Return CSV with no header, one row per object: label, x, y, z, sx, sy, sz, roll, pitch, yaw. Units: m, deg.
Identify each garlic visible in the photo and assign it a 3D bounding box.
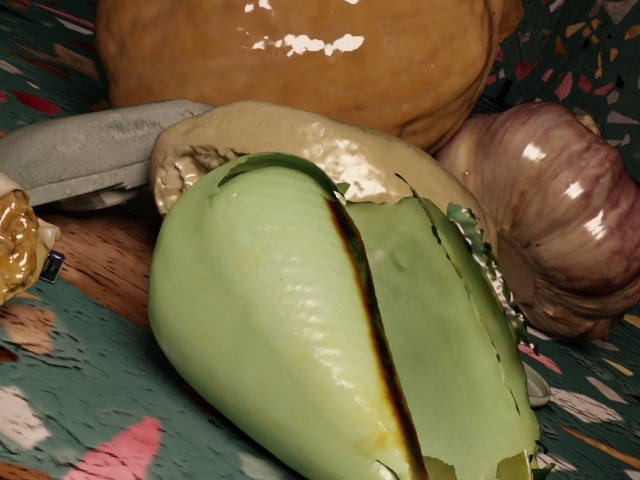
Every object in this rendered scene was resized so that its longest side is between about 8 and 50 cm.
garlic,0.206,-0.028,1.200,0.245,0.160,0.245,35,-26,20

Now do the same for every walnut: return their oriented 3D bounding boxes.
walnut,-0.012,-0.177,1.116,0.344,0.306,0.306,-15,13,4

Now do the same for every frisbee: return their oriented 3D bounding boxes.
frisbee,0.121,0.093,0.986,0.110,0.014,0.110,25,14,-7

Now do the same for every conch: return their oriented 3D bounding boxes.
conch,0.025,0.049,0.665,0.251,0.137,0.143,29,36,27

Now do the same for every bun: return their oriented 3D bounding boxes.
bun,0.000,0.000,0.841,0.237,0.116,0.210,20,-14,-14

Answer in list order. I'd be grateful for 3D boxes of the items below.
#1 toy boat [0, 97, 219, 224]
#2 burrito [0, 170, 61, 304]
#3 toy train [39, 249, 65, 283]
toy boat,-0.141,-0.043,0.877,0.078,0.085,0.260,-3,9,27
burrito,-0.312,-0.059,0.600,0.392,0.076,0.117,23,20,-5
toy train,-0.184,0.000,0.740,0.083,0.017,0.017,23,11,-17
